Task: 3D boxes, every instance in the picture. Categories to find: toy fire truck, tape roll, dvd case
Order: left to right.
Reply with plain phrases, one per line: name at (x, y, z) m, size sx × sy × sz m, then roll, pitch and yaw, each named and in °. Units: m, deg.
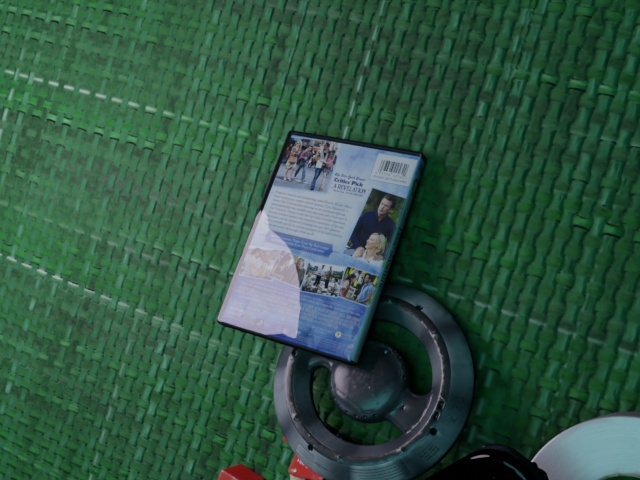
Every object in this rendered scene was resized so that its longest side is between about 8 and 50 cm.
toy fire truck at (-0.015, 0.279, 0.972) m, size 0.192 × 0.047 × 0.135 m, roll 29°, pitch 98°, yaw 25°
dvd case at (0.000, 0.000, 0.977) m, size 0.180 × 0.022 × 0.253 m, roll 13°, pitch 76°, yaw 28°
tape roll at (0.297, 0.274, 0.805) m, size 0.219 × 0.072 × 0.219 m, roll -3°, pitch 82°, yaw 25°

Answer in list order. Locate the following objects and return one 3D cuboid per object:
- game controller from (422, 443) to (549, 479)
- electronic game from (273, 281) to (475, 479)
game controller at (0.125, 0.316, 0.827) m, size 0.319 × 0.067 × 0.166 m, roll -46°, pitch 69°, yaw 42°
electronic game at (0.055, 0.154, 0.933) m, size 0.229 × 0.048 × 0.229 m, roll -9°, pitch 65°, yaw 19°
